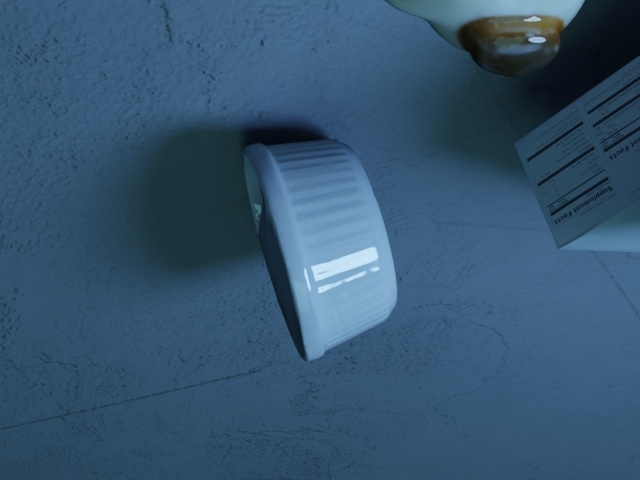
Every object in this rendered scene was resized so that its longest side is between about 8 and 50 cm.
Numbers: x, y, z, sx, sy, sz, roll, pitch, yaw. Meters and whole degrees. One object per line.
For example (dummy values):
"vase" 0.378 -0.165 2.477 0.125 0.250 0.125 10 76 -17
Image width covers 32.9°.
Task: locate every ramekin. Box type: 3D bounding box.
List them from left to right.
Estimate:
"ramekin" 0.000 0.000 1.324 0.127 0.272 0.272 -17 141 -7

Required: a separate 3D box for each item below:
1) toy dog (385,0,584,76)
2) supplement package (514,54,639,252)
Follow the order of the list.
"toy dog" 0.169 -0.346 0.936 0.396 0.284 0.408 -1 145 -11
"supplement package" 0.401 -0.092 1.273 0.262 0.145 0.204 3 150 -43
